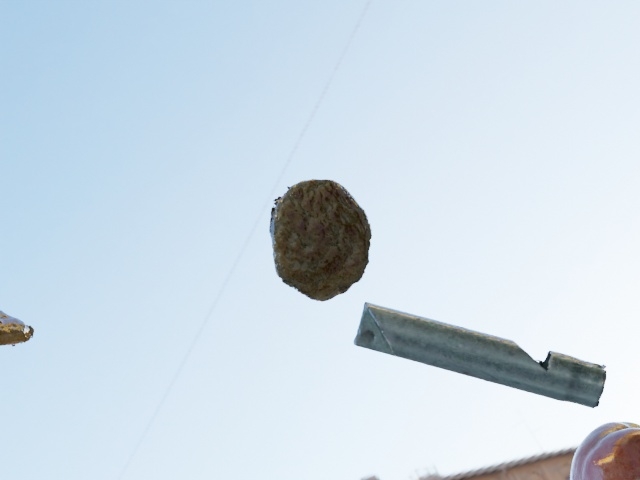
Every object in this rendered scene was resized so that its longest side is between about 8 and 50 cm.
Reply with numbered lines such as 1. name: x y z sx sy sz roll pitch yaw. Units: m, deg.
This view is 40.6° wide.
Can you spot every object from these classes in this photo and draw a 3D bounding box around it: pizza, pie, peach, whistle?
1. pizza: -0.467 0.099 1.107 0.178 0.131 0.041 11 -76 -55
2. pie: 0.000 0.000 1.370 0.163 0.193 0.079 2 -1 -1
3. peach: 0.546 0.437 1.527 0.233 0.232 0.232 -19 -35 -14
4. whistle: 0.198 0.144 1.093 0.312 0.062 0.062 14 -38 8
